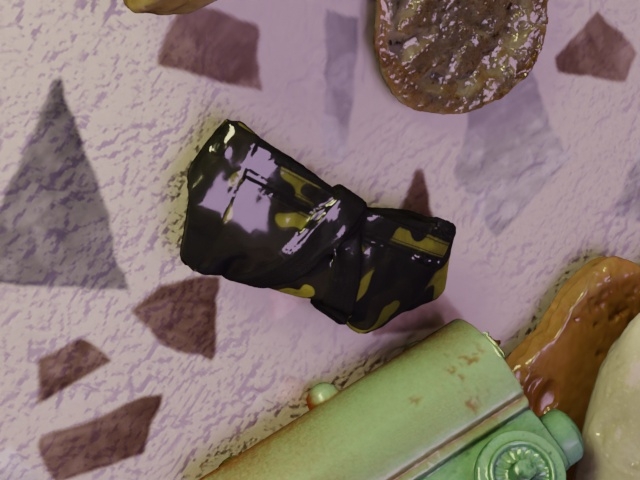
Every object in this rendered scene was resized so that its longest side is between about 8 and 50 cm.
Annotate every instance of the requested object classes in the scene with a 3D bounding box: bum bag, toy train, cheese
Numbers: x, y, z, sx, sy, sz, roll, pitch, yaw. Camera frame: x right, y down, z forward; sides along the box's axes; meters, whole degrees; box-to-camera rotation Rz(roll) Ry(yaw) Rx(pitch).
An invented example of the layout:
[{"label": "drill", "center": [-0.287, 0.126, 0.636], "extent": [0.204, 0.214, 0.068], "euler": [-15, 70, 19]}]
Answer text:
[{"label": "bum bag", "center": [0.000, 0.000, 1.156], "extent": [0.232, 0.060, 0.107], "euler": [26, 105, -34]}, {"label": "toy train", "center": [0.045, 0.176, 1.209], "extent": [0.285, 0.177, 0.116], "euler": [-31, 165, -16]}, {"label": "cheese", "center": [0.299, 0.158, 1.286], "extent": [0.189, 0.154, 0.198], "euler": [8, 103, -35]}]

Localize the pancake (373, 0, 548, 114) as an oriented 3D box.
[{"label": "pancake", "center": [0.097, -0.159, 1.166], "extent": [0.151, 0.025, 0.152], "euler": [-12, 116, -25]}]

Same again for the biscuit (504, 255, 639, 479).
[{"label": "biscuit", "center": [0.237, 0.149, 1.367], "extent": [0.269, 0.051, 0.376], "euler": [28, 94, -34]}]

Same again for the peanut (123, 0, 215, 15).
[{"label": "peanut", "center": [-0.040, -0.264, 0.969], "extent": [0.120, 0.136, 0.298], "euler": [25, 98, -15]}]
